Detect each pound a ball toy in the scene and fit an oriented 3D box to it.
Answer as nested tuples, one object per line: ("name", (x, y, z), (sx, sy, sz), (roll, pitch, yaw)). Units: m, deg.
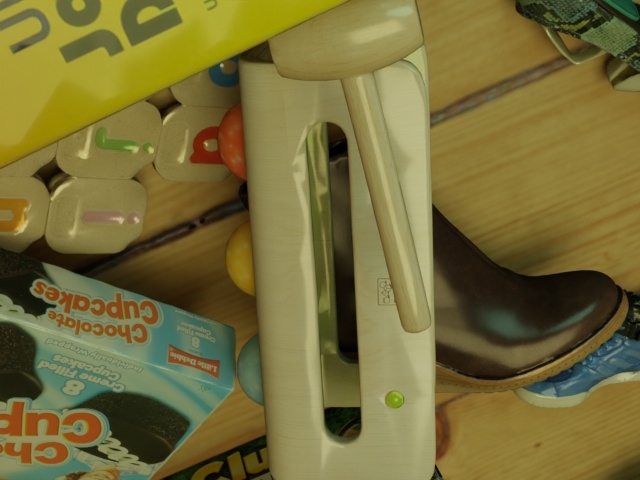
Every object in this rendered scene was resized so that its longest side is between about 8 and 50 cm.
("pound a ball toy", (0.000, 0.000, 0.670), (0.136, 0.208, 0.319), (-2, 109, 7))

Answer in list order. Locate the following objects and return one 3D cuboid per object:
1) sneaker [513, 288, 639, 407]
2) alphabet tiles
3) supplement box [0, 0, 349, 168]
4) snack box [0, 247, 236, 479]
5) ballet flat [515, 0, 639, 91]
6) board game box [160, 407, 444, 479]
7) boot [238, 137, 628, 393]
("sneaker", (0.228, 0.083, 0.913), (0.152, 0.058, 0.084), (-9, 124, -15))
("alphabet tiles", (-0.159, -0.121, 0.698), (0.278, 0.021, 0.284), (-1, 116, -32))
("supplement box", (-0.096, -0.193, 0.525), (0.357, 0.194, 0.195), (-27, 119, -5))
("snack box", (-0.241, 0.081, 0.749), (0.322, 0.060, 0.187), (21, 133, -23))
("ballet flat", (0.217, -0.145, 0.805), (0.188, 0.070, 0.070), (29, 106, -24))
("board game box", (-0.041, 0.203, 0.859), (0.260, 0.136, 0.030), (-23, 116, -4))
("boot", (0.084, 0.013, 0.806), (0.248, 0.090, 0.206), (-16, 117, 10))
